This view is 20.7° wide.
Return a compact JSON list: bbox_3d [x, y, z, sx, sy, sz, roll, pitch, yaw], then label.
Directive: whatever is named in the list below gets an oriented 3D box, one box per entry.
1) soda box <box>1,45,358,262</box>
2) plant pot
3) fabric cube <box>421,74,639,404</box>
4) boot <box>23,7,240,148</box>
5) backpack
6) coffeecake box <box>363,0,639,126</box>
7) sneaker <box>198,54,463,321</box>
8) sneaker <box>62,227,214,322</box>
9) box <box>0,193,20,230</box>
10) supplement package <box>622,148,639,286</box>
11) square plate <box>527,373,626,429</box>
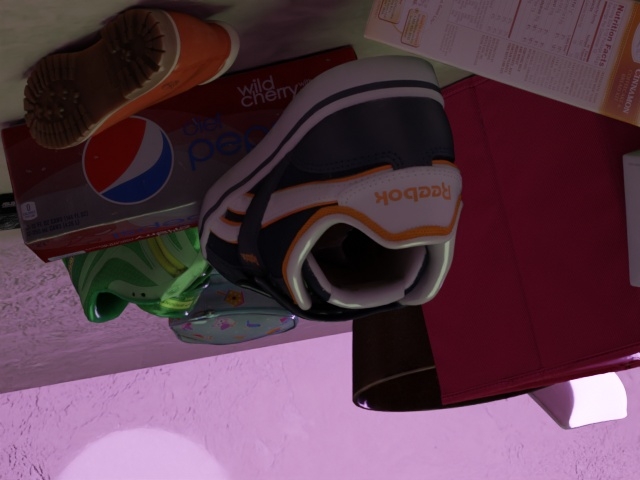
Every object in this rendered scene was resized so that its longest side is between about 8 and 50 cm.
[{"bbox_3d":[-0.091,-0.061,1.279,0.263,0.092,0.083,-13,169,-1],"label":"soda box"},{"bbox_3d":[0.122,0.031,1.705,0.215,0.231,0.215,-7,163,-2],"label":"plant pot"},{"bbox_3d":[0.242,-0.021,1.501,0.254,0.258,0.259,-7,170,-41],"label":"fabric cube"},{"bbox_3d":[-0.121,-0.100,1.109,0.158,0.059,0.084,-21,173,41],"label":"boot"},{"bbox_3d":[-0.078,0.025,1.735,0.188,0.144,0.166,-16,166,-1],"label":"backpack"},{"bbox_3d":[0.144,-0.118,1.033,0.185,0.068,0.142,22,-170,29],"label":"coffeecake box"},{"bbox_3d":[0.000,0.000,1.167,0.126,0.128,0.321,-8,163,-18],"label":"sneaker"},{"bbox_3d":[-0.117,0.003,1.572,0.109,0.124,0.295,-4,167,-46],"label":"sneaker"},{"bbox_3d":[-0.289,-0.021,1.507,0.083,0.018,0.067,-8,171,-29],"label":"box"},{"bbox_3d":[0.324,-0.029,1.314,0.179,0.105,0.105,-18,-163,-40],"label":"supplement package"},{"bbox_3d":[0.201,0.068,1.954,0.049,0.344,0.347,-46,163,11],"label":"square plate"}]
